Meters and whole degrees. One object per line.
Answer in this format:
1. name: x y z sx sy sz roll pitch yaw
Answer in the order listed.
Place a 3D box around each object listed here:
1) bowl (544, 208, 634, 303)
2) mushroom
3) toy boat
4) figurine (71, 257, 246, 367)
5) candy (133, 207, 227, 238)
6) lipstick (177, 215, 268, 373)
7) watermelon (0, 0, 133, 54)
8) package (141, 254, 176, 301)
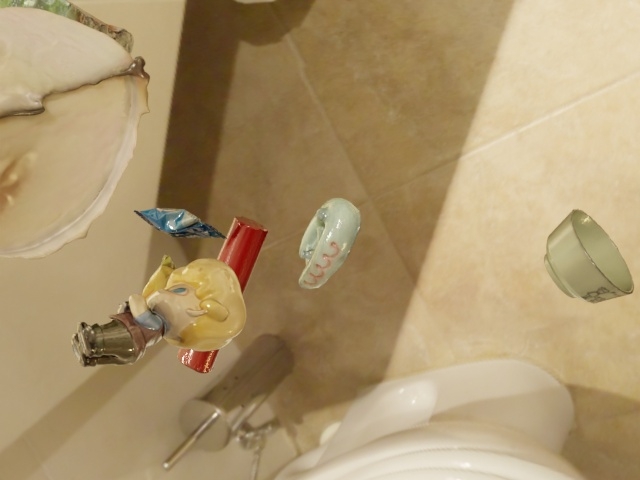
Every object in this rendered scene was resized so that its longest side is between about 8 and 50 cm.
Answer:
1. bowl: 0.555 0.049 1.462 0.211 0.211 0.112 50 122 1
2. mushroom: -0.289 -0.086 0.584 0.173 0.236 0.162 38 141 30
3. toy boat: 0.000 0.000 1.310 0.079 0.134 0.207 19 138 -18
4. figurine: -0.178 0.085 0.772 0.108 0.196 0.114 60 142 23
5. candy: -0.231 -0.025 1.139 0.136 0.088 0.038 7 69 20
6. lipstick: -0.172 0.096 1.207 0.073 0.073 0.279 26 98 14
7. watermelon: -0.370 -0.242 0.953 0.289 0.214 0.320 33 143 33
8. package: -0.316 0.132 1.492 0.226 0.090 0.168 20 75 38
